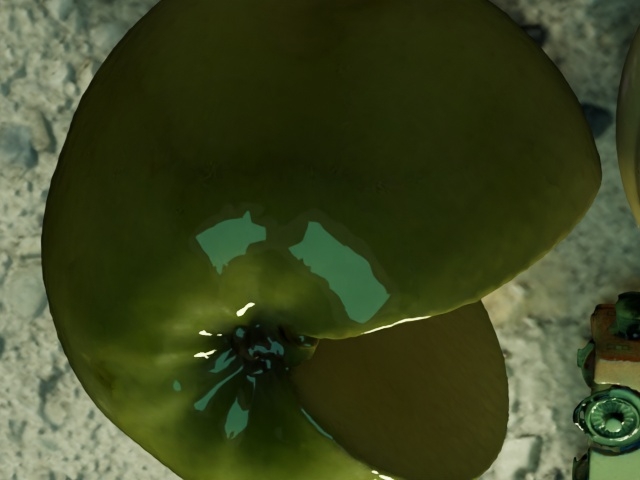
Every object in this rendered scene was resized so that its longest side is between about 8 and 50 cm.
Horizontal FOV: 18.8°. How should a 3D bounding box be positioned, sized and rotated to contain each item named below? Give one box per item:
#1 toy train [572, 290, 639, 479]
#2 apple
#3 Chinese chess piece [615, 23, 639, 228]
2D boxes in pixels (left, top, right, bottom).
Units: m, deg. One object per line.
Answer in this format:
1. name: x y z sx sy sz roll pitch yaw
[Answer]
1. toy train: 0.193 0.118 1.111 0.099 0.072 0.188 5 119 10
2. apple: 0.000 0.000 0.984 0.292 0.254 0.292 7 117 13
3. Chinese chess piece: 0.275 -0.055 0.981 0.251 0.097 0.251 6 120 11
